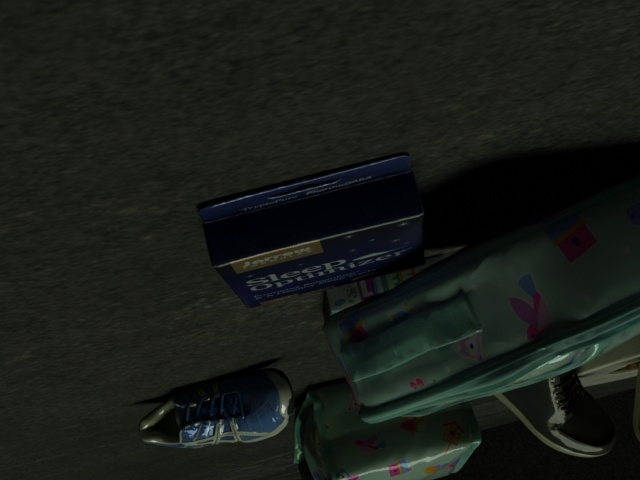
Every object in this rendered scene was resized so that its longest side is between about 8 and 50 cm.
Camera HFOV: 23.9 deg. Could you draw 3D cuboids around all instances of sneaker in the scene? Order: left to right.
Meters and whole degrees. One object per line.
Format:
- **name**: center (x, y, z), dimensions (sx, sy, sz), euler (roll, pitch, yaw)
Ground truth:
- **sneaker**: center (-0.116, 0.198, 1.692), dimensions (0.211, 0.080, 0.081), euler (-24, 168, 37)
- **sneaker**: center (0.311, 0.200, 1.946), dimensions (0.222, 0.083, 0.118), euler (35, 149, -10)

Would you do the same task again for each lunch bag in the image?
- **lunch bag**: center (0.082, 0.271, 2.088), dimensions (0.223, 0.160, 0.262), euler (-12, 163, -11)
- **lunch bag**: center (0.139, 0.048, 1.097), dimensions (0.224, 0.108, 0.279), euler (-25, 176, -34)

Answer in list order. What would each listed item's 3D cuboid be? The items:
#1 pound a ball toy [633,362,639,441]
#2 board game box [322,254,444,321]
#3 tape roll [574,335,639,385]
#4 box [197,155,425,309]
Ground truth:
- **pound a ball toy**: center (0.557, 0.225, 1.990), dimensions (0.319, 0.136, 0.208), euler (4, -179, -25)
- **board game box**: center (0.055, 0.051, 1.326), dimensions (0.103, 0.026, 0.154), euler (-13, 168, -4)
- **tape roll**: center (0.489, 0.127, 2.084), dimensions (0.392, 0.072, 0.392), euler (-13, 169, -3)
- **box**: center (0.000, 0.000, 1.000), dimensions (0.136, 0.036, 0.225), euler (-14, 167, 2)
